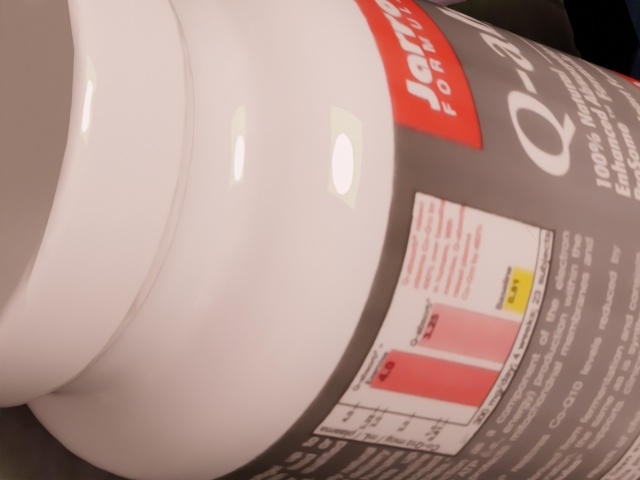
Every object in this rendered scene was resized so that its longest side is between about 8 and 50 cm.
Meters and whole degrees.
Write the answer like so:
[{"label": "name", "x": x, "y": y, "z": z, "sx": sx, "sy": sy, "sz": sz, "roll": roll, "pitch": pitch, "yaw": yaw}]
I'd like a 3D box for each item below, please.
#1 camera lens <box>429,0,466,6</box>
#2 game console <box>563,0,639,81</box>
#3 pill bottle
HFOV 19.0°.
[{"label": "camera lens", "x": 0.024, "y": -0.278, "z": 0.955, "sx": 0.219, "sy": 0.219, "sz": 0.274, "roll": 27, "pitch": 49, "yaw": -34}, {"label": "game console", "x": 0.200, "y": -0.034, "z": 0.966, "sx": 0.060, "sy": 0.342, "sz": 0.387, "roll": -13, "pitch": 73, "yaw": -6}, {"label": "pill bottle", "x": 0.000, "y": 0.000, "z": 0.759, "sx": 0.363, "sy": 0.210, "sz": 0.210, "roll": 14, "pitch": 57, "yaw": -42}]
